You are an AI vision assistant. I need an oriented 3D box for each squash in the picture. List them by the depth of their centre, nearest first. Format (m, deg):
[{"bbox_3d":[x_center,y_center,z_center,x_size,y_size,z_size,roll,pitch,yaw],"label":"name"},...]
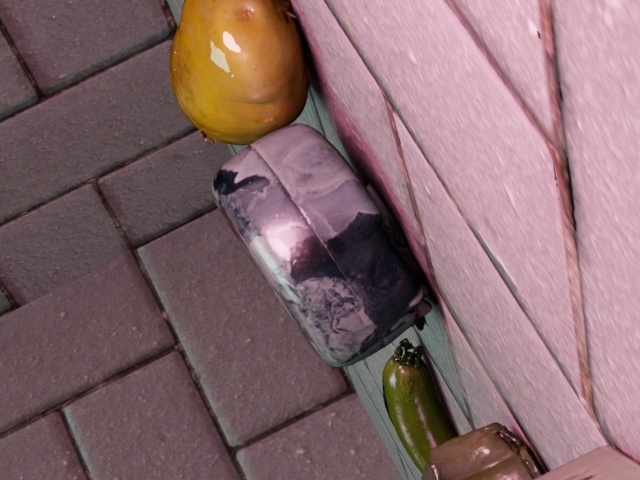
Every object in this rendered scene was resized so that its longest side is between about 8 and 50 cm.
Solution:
[{"bbox_3d":[0.134,0.240,2.077,0.318,0.071,0.080,66,174,-35],"label":"squash"}]

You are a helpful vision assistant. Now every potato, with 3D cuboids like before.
[{"bbox_3d":[-0.089,-0.189,1.719,0.173,0.140,0.300,56,166,4],"label":"potato"}]

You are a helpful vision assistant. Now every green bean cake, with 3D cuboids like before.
[{"bbox_3d":[0.185,0.307,1.562,0.227,0.125,0.223,76,169,-63],"label":"green bean cake"}]

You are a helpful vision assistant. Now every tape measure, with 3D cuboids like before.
[{"bbox_3d":[0.000,0.000,1.696,0.256,0.147,0.275,56,176,-16],"label":"tape measure"}]

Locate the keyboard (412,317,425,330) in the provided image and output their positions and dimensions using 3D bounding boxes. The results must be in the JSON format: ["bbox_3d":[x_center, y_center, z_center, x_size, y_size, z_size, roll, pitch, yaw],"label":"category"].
[{"bbox_3d":[0.060,0.006,1.885,0.230,0.025,0.094,60,177,39],"label":"keyboard"}]

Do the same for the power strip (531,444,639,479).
[{"bbox_3d":[0.179,0.232,1.084,0.139,0.140,0.224,63,177,-4],"label":"power strip"}]
